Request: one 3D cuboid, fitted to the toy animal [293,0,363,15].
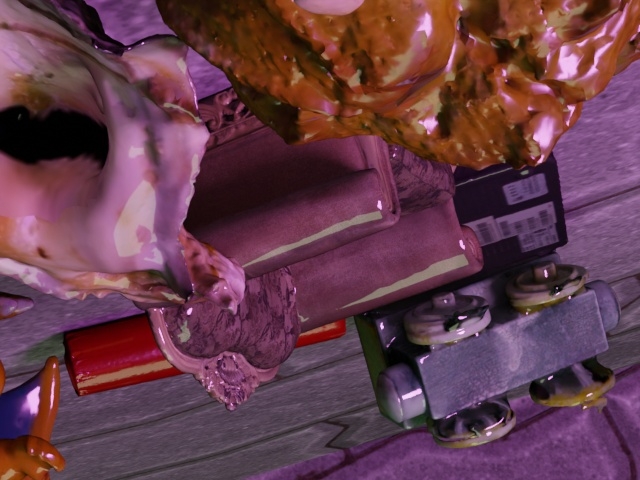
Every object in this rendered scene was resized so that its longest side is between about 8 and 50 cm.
[{"bbox_3d":[0.065,-0.170,0.486,0.233,0.168,0.121,-18,160,9],"label":"toy animal"}]

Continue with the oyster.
[{"bbox_3d":[-0.149,-0.055,0.772,0.275,0.100,0.271,16,152,-8],"label":"oyster"}]

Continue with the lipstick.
[{"bbox_3d":[-0.114,0.094,1.459,0.280,0.073,0.073,-12,165,-13],"label":"lipstick"}]

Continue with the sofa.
[{"bbox_3d":[0.000,0.000,1.015,0.200,0.182,0.258,-21,164,16],"label":"sofa"}]

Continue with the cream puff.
[{"bbox_3d":[0.055,-0.131,0.645,0.244,0.196,0.244,-37,-174,4],"label":"cream puff"}]

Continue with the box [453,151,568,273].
[{"bbox_3d":[0.108,-0.020,1.303,0.211,0.058,0.350,-19,166,8],"label":"box"}]

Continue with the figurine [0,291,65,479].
[{"bbox_3d":[-0.328,0.221,1.102,0.268,0.387,0.401,3,177,40],"label":"figurine"}]

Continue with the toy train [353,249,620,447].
[{"bbox_3d":[0.170,0.104,1.510,0.272,0.159,0.188,-20,-166,-17],"label":"toy train"}]
